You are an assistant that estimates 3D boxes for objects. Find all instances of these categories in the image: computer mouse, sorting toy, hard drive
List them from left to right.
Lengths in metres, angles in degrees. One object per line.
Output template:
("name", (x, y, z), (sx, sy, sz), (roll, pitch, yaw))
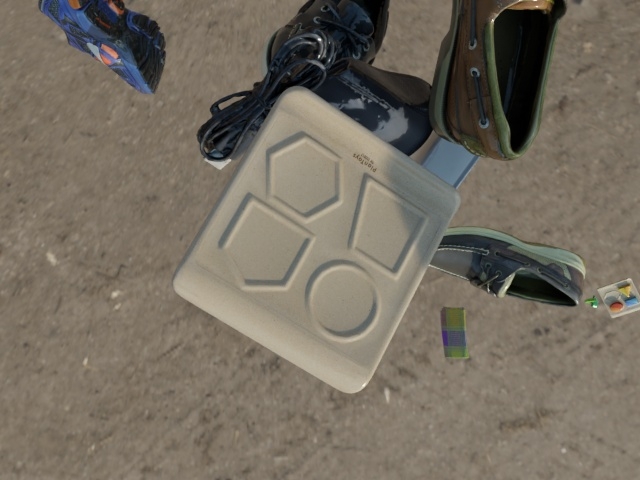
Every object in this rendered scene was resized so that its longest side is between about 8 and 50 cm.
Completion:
("sorting toy", (0.000, 0.000, 0.811), (0.193, 0.038, 0.208), (32, 79, -12))
("computer mouse", (0.026, -0.116, 0.947), (0.272, 0.072, 0.188), (1, 149, -47))
("hard drive", (0.145, -0.122, 1.136), (0.047, 0.353, 0.233), (32, 114, -4))
("sorting toy", (0.471, 0.098, 1.492), (0.083, 0.012, 0.062), (-24, 107, 30))

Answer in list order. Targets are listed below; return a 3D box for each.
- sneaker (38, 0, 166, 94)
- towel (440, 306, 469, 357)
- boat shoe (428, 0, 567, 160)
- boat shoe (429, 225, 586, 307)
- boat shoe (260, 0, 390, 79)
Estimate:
("sneaker", (-0.265, -0.258, 1.158), (0.087, 0.083, 0.221), (5, 156, 24))
("towel", (0.216, 0.148, 1.494), (0.009, 0.060, 0.083), (-3, 86, -32))
("boat shoe", (0.175, -0.224, 0.825), (0.110, 0.104, 0.307), (-9, 113, -24))
("boat shoe", (0.243, 0.039, 1.231), (0.223, 0.073, 0.080), (11, 140, -2))
("boat shoe", (0.026, -0.281, 1.259), (0.127, 0.340, 0.113), (44, 125, -4))
